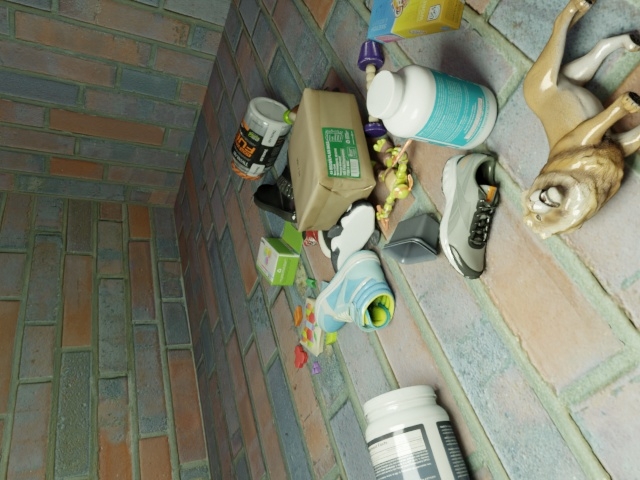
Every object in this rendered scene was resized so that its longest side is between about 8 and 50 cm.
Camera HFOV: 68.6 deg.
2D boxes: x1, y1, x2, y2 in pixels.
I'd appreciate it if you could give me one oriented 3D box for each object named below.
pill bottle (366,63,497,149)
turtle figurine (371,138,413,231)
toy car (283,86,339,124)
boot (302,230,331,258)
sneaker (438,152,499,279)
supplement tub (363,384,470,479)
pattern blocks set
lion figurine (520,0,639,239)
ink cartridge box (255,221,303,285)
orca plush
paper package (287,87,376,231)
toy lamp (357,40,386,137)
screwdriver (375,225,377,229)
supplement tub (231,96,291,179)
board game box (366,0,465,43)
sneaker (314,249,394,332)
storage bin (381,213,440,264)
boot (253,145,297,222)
[{"bbox_3d":[0.231,-0.281,0.988,0.146,0.263,0.146,-13,75,59],"label":"pill bottle"},{"bbox_3d":[0.192,-0.177,1.221,0.217,0.087,0.270,-107,18,-50],"label":"turtle figurine"},{"bbox_3d":[-0.010,-0.454,1.629,0.188,0.149,0.155,-54,36,-3],"label":"toy car"},{"bbox_3d":[0.000,0.000,1.553,0.244,0.088,0.176,-102,32,-42],"label":"boot"},{"bbox_3d":[0.316,-0.055,0.979,0.108,0.100,0.272,-9,78,55],"label":"sneaker"},{"bbox_3d":[0.207,0.472,1.005,0.191,0.191,0.272,-51,44,45],"label":"supplement tub"},{"bbox_3d":[-0.027,0.293,1.617,0.285,0.026,0.325,-9,78,60],"label":"pattern blocks set"},{"bbox_3d":[0.425,-0.212,0.798,0.240,0.142,0.393,128,151,-56],"label":"lion figurine"},{"bbox_3d":[-0.156,0.021,1.814,0.189,0.096,0.256,39,121,56],"label":"ink cartridge box"},{"bbox_3d":[0.088,-0.013,1.356,0.102,0.151,0.287,-103,9,-49],"label":"orca plush"},{"bbox_3d":[0.017,-0.227,1.392,0.309,0.168,0.325,116,149,-62],"label":"paper package"},{"bbox_3d":[0.147,-0.438,1.353,0.080,0.080,0.275,-13,75,60],"label":"toy lamp"},{"bbox_3d":[0.115,-0.025,1.407,0.169,0.025,0.024,-13,75,59],"label":"screwdriver"},{"bbox_3d":[-0.254,-0.415,1.949,0.316,0.193,0.194,-58,39,41],"label":"supplement tub"},{"bbox_3d":[0.251,-0.654,1.206,0.316,0.064,0.243,27,110,59],"label":"board game box"},{"bbox_3d":[0.091,0.204,1.318,0.319,0.127,0.208,-64,35,35],"label":"sneaker"},{"bbox_3d":[0.233,-0.002,1.140,0.135,0.098,0.091,-17,44,60],"label":"storage bin"},{"bbox_3d":[-0.129,-0.232,1.757,0.348,0.131,0.260,27,117,48],"label":"boot"}]
